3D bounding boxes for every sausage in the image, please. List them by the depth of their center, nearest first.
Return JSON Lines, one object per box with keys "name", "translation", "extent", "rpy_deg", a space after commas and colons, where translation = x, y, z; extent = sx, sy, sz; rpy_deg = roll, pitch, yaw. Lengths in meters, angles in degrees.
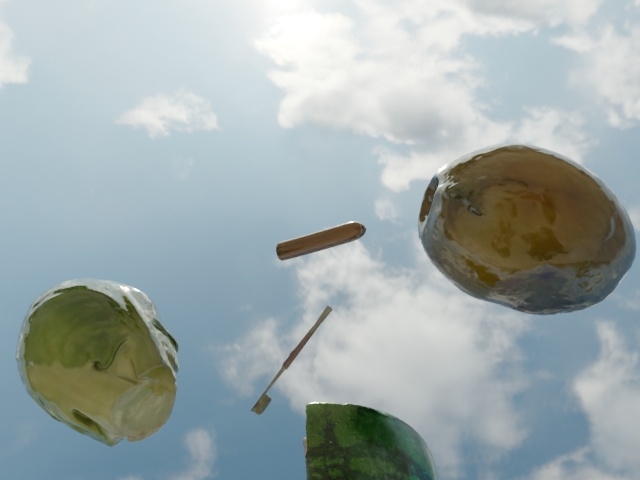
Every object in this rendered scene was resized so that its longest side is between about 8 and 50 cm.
{"name": "sausage", "translation": [0.000, 0.000, 0.615], "extent": [0.116, 0.026, 0.026], "rpy_deg": [-16, -124, 25]}

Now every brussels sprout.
{"name": "brussels sprout", "translation": [-0.226, 0.119, 0.529], "extent": [0.144, 0.161, 0.181], "rpy_deg": [-26, -150, -32]}

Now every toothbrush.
{"name": "toothbrush", "translation": [-0.039, 0.170, 0.750], "extent": [0.017, 0.014, 0.194], "rpy_deg": [35, -121, 5]}

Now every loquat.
{"name": "loquat", "translation": [0.225, -0.012, 0.569], "extent": [0.228, 0.179, 0.179], "rpy_deg": [18, -117, 5]}

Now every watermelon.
{"name": "watermelon", "translation": [0.068, 0.283, 0.535], "extent": [0.231, 0.128, 0.146], "rpy_deg": [29, -159, -16]}
